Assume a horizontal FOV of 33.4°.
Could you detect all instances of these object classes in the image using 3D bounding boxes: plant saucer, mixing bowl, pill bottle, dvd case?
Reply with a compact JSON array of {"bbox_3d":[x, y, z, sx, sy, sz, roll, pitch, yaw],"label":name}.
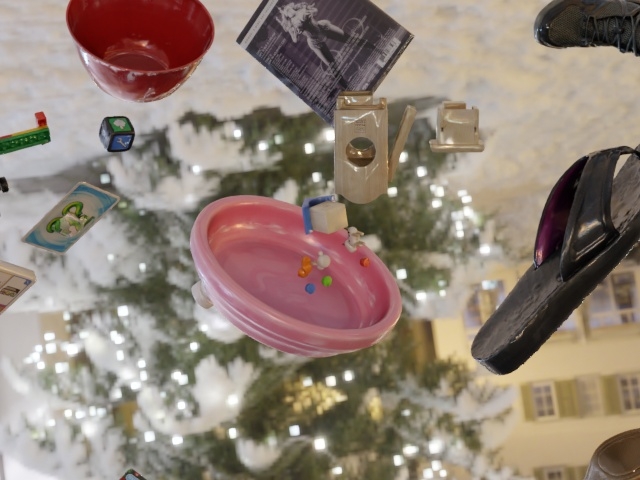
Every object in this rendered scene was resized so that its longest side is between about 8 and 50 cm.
[{"bbox_3d":[-0.043,0.061,1.586,0.332,0.332,0.084,-5,132,-44],"label":"plant saucer"},{"bbox_3d":[-0.230,-0.239,1.343,0.181,0.181,0.098,-7,143,-22],"label":"mixing bowl"},{"bbox_3d":[-0.155,0.064,1.762,0.116,0.065,0.065,-33,168,19],"label":"pill bottle"},{"bbox_3d":[0.002,-0.276,1.463,0.164,0.221,0.018,-54,158,17],"label":"dvd case"}]

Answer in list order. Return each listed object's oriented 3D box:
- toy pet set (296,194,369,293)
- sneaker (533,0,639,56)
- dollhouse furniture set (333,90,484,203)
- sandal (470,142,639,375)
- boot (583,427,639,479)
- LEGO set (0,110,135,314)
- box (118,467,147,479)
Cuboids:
[{"bbox_3d":[0.000,0.000,1.541,0.122,0.114,0.065,-23,-157,-36],"label":"toy pet set"},{"bbox_3d":[0.446,-0.329,1.643,0.227,0.087,0.130,-5,-157,-24],"label":"sneaker"},{"bbox_3d":[0.098,-0.110,1.218,0.161,0.101,0.182,0,-165,3],"label":"dollhouse furniture set"},{"bbox_3d":[0.348,-0.014,1.454,0.446,0.107,0.167,-50,-170,-6],"label":"sandal"},{"bbox_3d":[0.430,0.357,1.530,0.197,0.073,0.152,-38,134,8],"label":"boot"},{"bbox_3d":[-0.265,-0.034,0.843,0.244,0.060,0.182,-41,148,16],"label":"LEGO set"},{"bbox_3d":[-0.131,0.352,0.914,0.293,0.057,0.201,30,-127,28],"label":"box"}]
